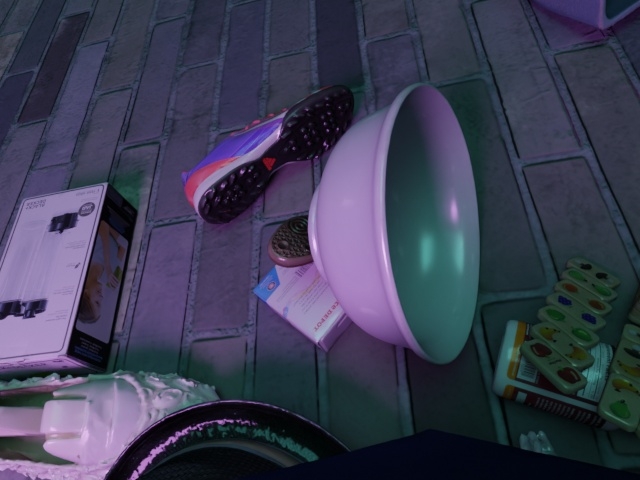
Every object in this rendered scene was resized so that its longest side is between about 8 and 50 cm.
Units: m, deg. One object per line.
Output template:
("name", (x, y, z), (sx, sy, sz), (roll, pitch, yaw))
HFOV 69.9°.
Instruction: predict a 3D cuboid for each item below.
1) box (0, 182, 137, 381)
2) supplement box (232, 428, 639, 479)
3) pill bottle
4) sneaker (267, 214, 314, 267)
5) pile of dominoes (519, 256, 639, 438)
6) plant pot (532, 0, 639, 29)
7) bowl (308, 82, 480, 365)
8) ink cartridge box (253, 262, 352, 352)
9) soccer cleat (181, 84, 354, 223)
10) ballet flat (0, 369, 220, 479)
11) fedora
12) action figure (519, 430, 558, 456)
("box", (-0.405, 0.061, 0.713), (0.169, 0.087, 0.290), (-10, 58, 10))
("supplement box", (0.081, 0.314, 0.238), (0.195, 0.194, 0.356), (-14, 75, 52))
("pill bottle", (0.265, 0.143, 0.477), (0.152, 0.086, 0.086), (14, 65, 22))
("sneaker", (0.000, 0.000, 0.603), (0.066, 0.071, 0.188), (38, 43, 19))
("pile of dominoes", (0.321, 0.091, 0.444), (0.196, 0.040, 0.251), (27, 38, 29))
("plant pot", (0.445, -0.538, 0.744), (0.247, 0.248, 0.252), (-34, 41, -5))
("bowl", (0.079, -0.015, 0.523), (0.134, 0.298, 0.297), (-3, 58, 33))
("ink cartridge box", (-0.013, 0.077, 0.614), (0.122, 0.052, 0.088), (33, 73, 30))
("soccer cleat", (-0.087, -0.161, 0.747), (0.318, 0.108, 0.116), (-40, 54, -6))
("ballet flat", (-0.334, 0.233, 0.567), (0.409, 0.147, 0.147), (-7, 59, 11))
("fedora", (-0.093, 0.291, 0.385), (0.334, 0.152, 0.334), (-4, 68, 10))
("action figure", (0.300, 0.314, 0.349), (0.370, 0.248, 0.275), (-20, 97, 16))
